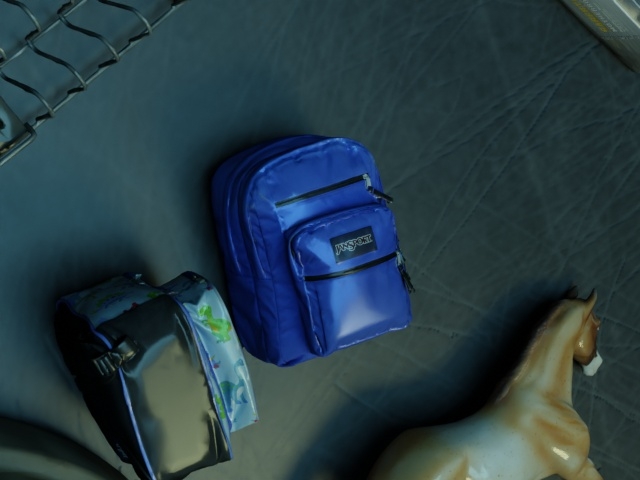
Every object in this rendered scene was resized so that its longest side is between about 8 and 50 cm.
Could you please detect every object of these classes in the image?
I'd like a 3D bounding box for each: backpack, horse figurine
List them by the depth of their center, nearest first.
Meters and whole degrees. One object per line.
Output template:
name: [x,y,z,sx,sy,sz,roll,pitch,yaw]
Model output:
backpack: [-0.087,0.067,0.762,0.084,0.114,0.105,-24,110,-21]
backpack: [0.000,0.000,0.803,0.098,0.101,0.120,-19,102,-28]
horse figurine: [0.096,0.159,0.890,0.263,0.066,0.175,-24,113,-23]

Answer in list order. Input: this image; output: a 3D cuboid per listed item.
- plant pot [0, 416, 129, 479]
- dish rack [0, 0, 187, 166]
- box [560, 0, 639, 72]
plant pot: [-0.165,0.270,0.660,0.323,0.280,0.323,-4,100,-22]
dish rack: [-0.152,-0.161,0.721,0.271,0.074,0.208,-42,112,-14]
box: [0.215,-0.249,0.889,0.183,0.056,0.231,38,81,-25]
